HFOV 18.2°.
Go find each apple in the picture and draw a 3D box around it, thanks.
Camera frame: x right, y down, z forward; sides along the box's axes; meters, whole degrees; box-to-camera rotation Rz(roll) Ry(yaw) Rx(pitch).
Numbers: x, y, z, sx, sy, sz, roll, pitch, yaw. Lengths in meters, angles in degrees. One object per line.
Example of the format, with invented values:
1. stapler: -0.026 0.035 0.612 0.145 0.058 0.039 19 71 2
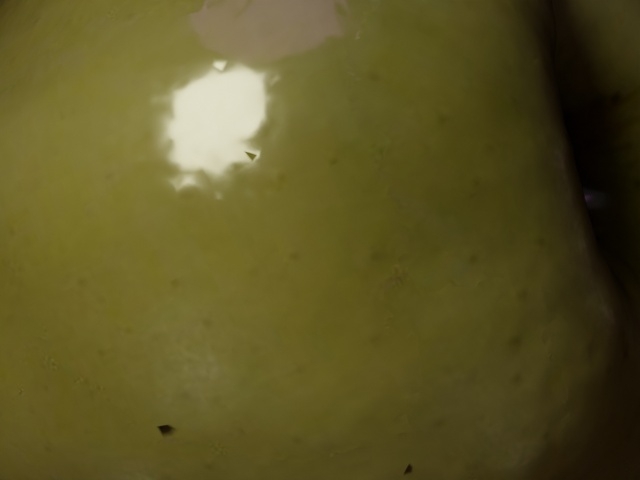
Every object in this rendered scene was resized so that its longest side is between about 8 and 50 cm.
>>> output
1. apple: 0.000 0.000 0.629 0.262 0.262 0.262 -12 26 6
